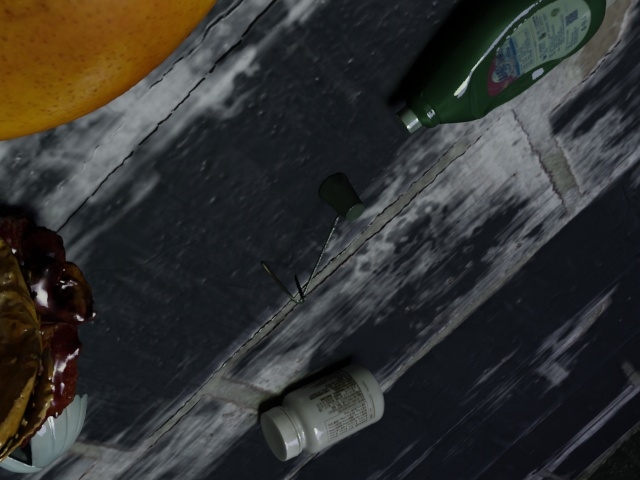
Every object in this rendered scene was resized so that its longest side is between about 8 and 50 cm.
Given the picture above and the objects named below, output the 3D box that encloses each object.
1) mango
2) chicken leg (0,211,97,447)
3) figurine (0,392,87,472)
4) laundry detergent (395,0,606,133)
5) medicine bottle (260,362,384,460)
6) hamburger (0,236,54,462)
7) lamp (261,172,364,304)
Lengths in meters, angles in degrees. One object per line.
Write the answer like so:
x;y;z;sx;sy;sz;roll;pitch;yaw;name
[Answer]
-0.163;-0.125;0.412;0.252;0.126;0.154;-22;142;10;mango
-0.275;0.166;0.648;0.158;0.096;0.407;6;108;-21;chicken leg
-0.248;0.154;0.734;0.086;0.082;0.094;-57;171;-3;figurine
0.159;-0.164;0.764;0.211;0.063;0.137;-40;153;0;laundry detergent
0.002;0.210;1.028;0.140;0.079;0.079;-22;142;-27;medicine bottle
-0.281;0.065;0.449;0.244;0.244;0.163;-37;143;-4;hamburger
0.001;-0.001;0.804;0.041;0.054;0.121;13;120;-51;lamp
